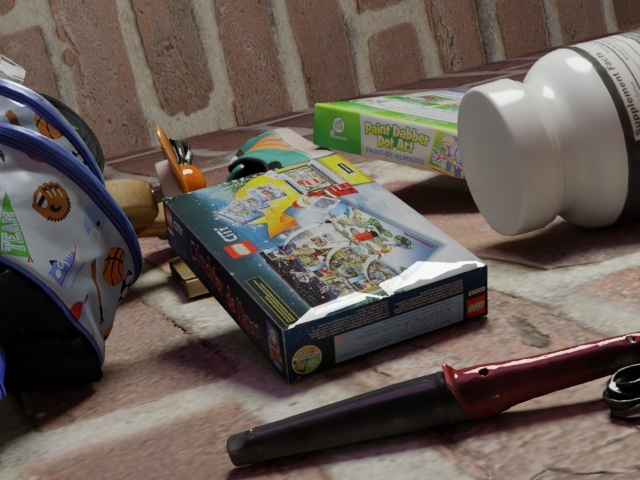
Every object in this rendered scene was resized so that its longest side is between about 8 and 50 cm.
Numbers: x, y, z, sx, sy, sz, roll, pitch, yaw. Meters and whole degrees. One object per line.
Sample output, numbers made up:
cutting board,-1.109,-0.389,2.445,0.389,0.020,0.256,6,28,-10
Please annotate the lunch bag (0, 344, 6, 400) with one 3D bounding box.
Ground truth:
lunch bag,-0.268,0.110,0.741,0.151,0.096,0.129,-24,12,-10

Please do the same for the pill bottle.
pill bottle,0.272,-0.101,1.039,0.278,0.162,0.162,-16,11,-12

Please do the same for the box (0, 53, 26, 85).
box,-0.426,-0.032,1.160,0.242,0.308,0.076,-5,-24,38

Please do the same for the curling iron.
curling iron,0.080,0.083,0.630,0.273,0.035,0.068,-10,10,11

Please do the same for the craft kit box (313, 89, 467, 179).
craft kit box,0.163,-0.127,1.378,0.246,0.061,0.249,-8,18,-42

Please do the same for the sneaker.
sneaker,-0.074,-0.074,1.460,0.121,0.108,0.302,-12,11,-19

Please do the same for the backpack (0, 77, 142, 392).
backpack,-0.269,0.002,0.903,0.263,0.276,0.213,12,65,25

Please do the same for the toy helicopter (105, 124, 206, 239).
toy helicopter,-0.197,-0.033,1.274,0.235,0.140,0.355,-25,-7,21

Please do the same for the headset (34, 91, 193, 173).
headset,-0.338,-0.079,1.428,0.394,0.243,0.185,6,47,-20

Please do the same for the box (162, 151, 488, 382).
box,-0.004,0.010,0.896,0.159,0.044,0.233,-17,31,-21

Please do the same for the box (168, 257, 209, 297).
box,-0.049,0.011,1.207,0.201,0.021,0.164,-16,9,-11
